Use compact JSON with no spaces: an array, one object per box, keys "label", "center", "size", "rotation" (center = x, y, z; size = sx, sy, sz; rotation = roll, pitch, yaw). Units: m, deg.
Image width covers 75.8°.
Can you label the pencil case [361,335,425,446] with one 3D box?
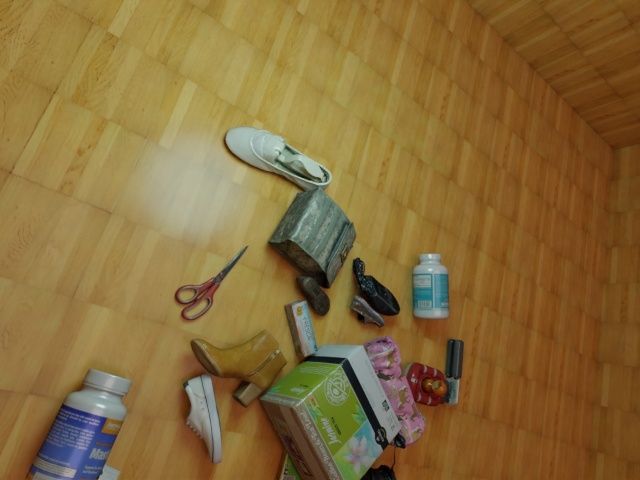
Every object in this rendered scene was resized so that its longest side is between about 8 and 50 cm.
[{"label":"pencil case","center":[0.257,0.556,1.530],"size":[0.167,0.160,0.386],"rotation":[-23,96,-31]}]

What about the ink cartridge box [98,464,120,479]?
[{"label":"ink cartridge box","center":[-0.628,0.652,1.042],"size":[0.145,0.045,0.179],"rotation":[41,47,-21]}]

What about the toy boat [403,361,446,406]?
[{"label":"toy boat","center":[0.436,0.581,1.643],"size":[0.231,0.151,0.151],"rotation":[25,71,-27]}]

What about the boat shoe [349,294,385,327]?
[{"label":"boat shoe","center":[0.174,0.284,1.574],"size":[0.066,0.066,0.183],"rotation":[-47,114,-8]}]

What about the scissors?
[{"label":"scissors","center":[-0.321,0.133,1.304],"size":[0.297,0.021,0.109],"rotation":[-36,101,-31]}]

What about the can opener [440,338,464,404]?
[{"label":"can opener","center":[0.564,0.565,1.772],"size":[0.093,0.074,0.281],"rotation":[22,72,-27]}]

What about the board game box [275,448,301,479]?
[{"label":"board game box","center":[-0.023,0.784,1.398],"size":[0.259,0.039,0.124],"rotation":[24,72,-25]}]

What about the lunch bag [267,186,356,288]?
[{"label":"lunch bag","center":[0.000,0.000,1.437],"size":[0.287,0.168,0.235],"rotation":[44,60,-28]}]

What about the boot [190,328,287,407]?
[{"label":"boot","center":[-0.245,0.349,1.285],"size":[0.211,0.104,0.295],"rotation":[-48,114,-33]}]

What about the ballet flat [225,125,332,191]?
[{"label":"ballet flat","center":[-0.124,-0.288,1.413],"size":[0.400,0.139,0.139],"rotation":[26,71,-27]}]

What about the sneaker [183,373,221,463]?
[{"label":"sneaker","center":[-0.345,0.526,1.207],"size":[0.091,0.094,0.258],"rotation":[-10,85,-15]}]

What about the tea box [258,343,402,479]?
[{"label":"tea box","center":[0.038,0.563,1.335],"size":[0.323,0.220,0.329],"rotation":[-32,99,-37]}]

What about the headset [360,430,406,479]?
[{"label":"headset","center":[0.165,0.820,1.423],"size":[0.243,0.185,0.394],"rotation":[28,100,-32]}]

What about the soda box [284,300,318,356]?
[{"label":"soda box","center":[-0.066,0.301,1.417],"size":[0.062,0.058,0.183],"rotation":[-14,92,-33]}]

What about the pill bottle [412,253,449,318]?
[{"label":"pill bottle","center":[0.458,0.191,1.709],"size":[0.146,0.146,0.264],"rotation":[6,81,-31]}]

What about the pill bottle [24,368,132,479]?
[{"label":"pill bottle","center":[-0.578,0.467,1.011],"size":[0.152,0.152,0.272],"rotation":[30,62,-26]}]

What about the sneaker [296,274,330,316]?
[{"label":"sneaker","center":[-0.025,0.189,1.458],"size":[0.066,0.071,0.188],"rotation":[-40,128,-21]}]

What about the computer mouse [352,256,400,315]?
[{"label":"computer mouse","center":[0.204,0.202,1.574],"size":[0.272,0.072,0.189],"rotation":[43,22,-28]}]
